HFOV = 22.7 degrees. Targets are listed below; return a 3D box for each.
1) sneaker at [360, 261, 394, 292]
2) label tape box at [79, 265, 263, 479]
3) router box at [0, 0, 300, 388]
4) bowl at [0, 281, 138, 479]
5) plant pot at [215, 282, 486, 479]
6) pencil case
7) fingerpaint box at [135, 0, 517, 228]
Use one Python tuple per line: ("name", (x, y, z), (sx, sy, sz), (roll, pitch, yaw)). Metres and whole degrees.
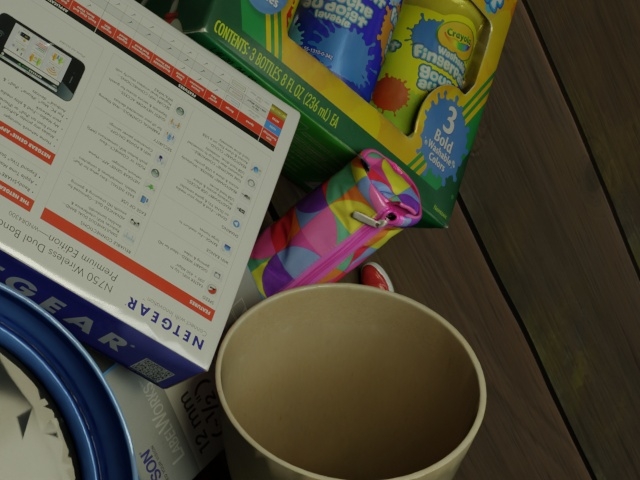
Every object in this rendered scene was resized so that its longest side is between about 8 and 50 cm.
("sneaker", (0.056, 0.089, 1.901), (0.067, 0.042, 0.118), (-28, 114, -48))
("label tape box", (-0.200, 0.131, 1.561), (0.348, 0.115, 0.249), (-44, 122, -40))
("router box", (-0.209, -0.076, 1.459), (0.335, 0.082, 0.301), (34, 56, -23))
("bowl", (-0.346, 0.214, 1.315), (0.391, 0.077, 0.391), (7, 74, -24))
("plant pot", (0.015, 0.226, 1.589), (0.256, 0.256, 0.274), (-42, 152, -39))
("pencil case", (0.000, 0.000, 1.694), (0.104, 0.236, 0.104), (38, 29, -25))
("fingerpaint box", (0.019, -0.272, 1.756), (0.445, 0.163, 0.371), (37, 65, -43))
